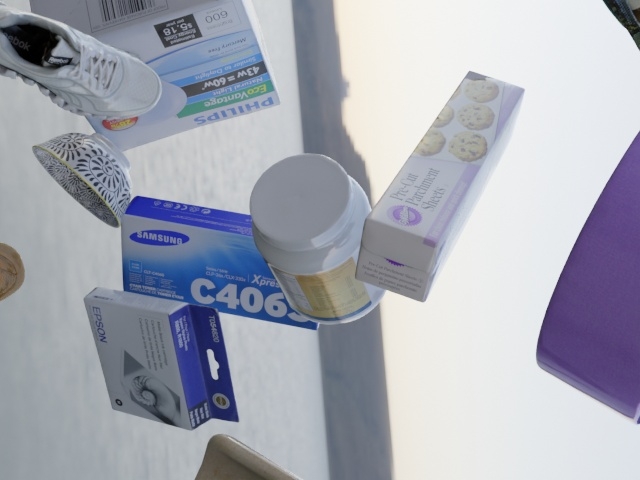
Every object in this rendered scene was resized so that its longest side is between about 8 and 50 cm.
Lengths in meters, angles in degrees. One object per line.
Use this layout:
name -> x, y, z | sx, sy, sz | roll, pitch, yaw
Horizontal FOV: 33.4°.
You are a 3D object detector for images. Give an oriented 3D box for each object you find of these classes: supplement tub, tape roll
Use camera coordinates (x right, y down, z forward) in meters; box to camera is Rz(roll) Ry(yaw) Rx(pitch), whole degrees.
supplement tub -> 0.000, 0.000, 1.301 | 0.200, 0.144, 0.144 | 65, 17, -56
tape roll -> 0.276, 0.003, 0.829 | 0.275, 0.090, 0.275 | -44, 151, -31

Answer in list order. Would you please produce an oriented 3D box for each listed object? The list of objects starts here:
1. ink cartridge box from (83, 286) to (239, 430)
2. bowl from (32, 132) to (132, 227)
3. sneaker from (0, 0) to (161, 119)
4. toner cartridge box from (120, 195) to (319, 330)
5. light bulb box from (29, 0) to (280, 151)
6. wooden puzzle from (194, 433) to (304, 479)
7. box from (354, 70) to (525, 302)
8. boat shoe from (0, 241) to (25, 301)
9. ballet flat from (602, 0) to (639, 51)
ink cartridge box -> -0.245, 0.188, 1.647 | 0.045, 0.224, 0.223 | -48, 137, -50
bowl -> -0.330, -0.104, 1.555 | 0.080, 0.170, 0.170 | -49, 163, -17
sneaker -> -0.329, -0.232, 1.409 | 0.118, 0.292, 0.110 | 10, -95, 51
toner cartridge box -> -0.160, 0.037, 1.802 | 0.075, 0.347, 0.165 | -66, 163, -58
light bulb box -> -0.293, -0.374, 1.939 | 0.361, 0.357, 0.225 | 66, 8, -64
wooden puzzle -> -0.035, 0.361, 0.765 | 0.080, 0.322, 0.348 | 17, 97, -61
box -> 0.117, -0.062, 0.974 | 0.324, 0.067, 0.063 | -52, 157, -52
boat shoe -> -0.505, 0.053, 1.318 | 0.096, 0.277, 0.098 | -164, -116, -78
ballet flat -> 0.418, -0.278, 1.348 | 0.188, 0.070, 0.070 | 61, -5, 11
